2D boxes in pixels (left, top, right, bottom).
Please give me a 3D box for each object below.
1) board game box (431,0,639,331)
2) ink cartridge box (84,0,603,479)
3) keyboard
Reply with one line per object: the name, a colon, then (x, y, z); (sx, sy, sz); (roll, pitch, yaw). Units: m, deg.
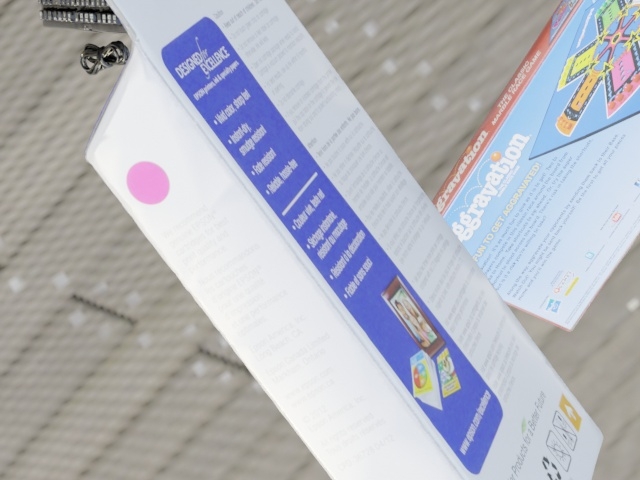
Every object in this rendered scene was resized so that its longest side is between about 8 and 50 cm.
board game box: (0.189, -0.078, 1.297); (0.145, 0.027, 0.281); (23, 110, -26)
ink cartridge box: (0.000, 0.000, 0.903); (0.069, 0.371, 0.176); (-31, -171, 23)
keyboard: (-0.161, -0.168, 1.341); (0.023, 0.180, 0.108); (-15, 104, -26)
